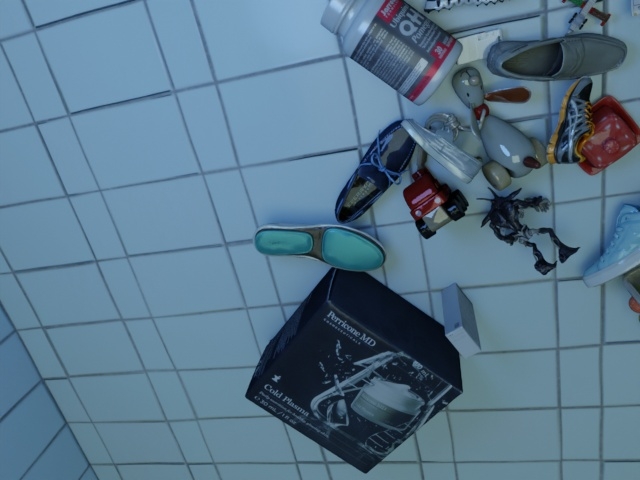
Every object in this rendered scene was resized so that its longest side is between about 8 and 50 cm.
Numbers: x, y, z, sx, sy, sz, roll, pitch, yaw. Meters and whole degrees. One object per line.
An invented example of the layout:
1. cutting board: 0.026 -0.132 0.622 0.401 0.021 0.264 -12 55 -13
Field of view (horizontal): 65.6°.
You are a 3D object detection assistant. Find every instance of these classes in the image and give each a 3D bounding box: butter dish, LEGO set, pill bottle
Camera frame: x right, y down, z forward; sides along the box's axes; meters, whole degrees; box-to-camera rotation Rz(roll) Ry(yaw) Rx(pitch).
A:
1. butter dish: 0.708 -0.248 1.235 0.160 0.118 0.160 44 116 -10
2. LEGO set: 0.649 -0.588 1.136 0.245 0.060 0.182 -8 101 14
3. pill bottle: 0.165 -0.485 1.196 0.319 0.176 0.176 33 117 -6

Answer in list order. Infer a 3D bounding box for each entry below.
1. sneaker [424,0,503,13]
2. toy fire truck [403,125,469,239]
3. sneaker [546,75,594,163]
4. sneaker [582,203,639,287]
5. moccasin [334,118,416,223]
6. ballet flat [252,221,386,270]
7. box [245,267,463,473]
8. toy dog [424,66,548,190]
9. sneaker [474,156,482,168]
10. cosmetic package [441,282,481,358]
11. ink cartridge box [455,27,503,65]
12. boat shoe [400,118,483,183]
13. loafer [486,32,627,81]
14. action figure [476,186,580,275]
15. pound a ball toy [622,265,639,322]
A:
1. sneaker: 0.358 -0.601 1.156 0.235 0.078 0.106 -2 118 14
2. toy fire truck: 0.288 -0.160 1.322 0.158 0.217 0.246 -36 90 25
3. sneaker: 0.622 -0.285 1.199 0.083 0.084 0.214 23 107 42
4. sneaker: 0.844 -0.018 1.338 0.366 0.135 0.150 -48 63 34
5. moccasin: 0.160 -0.172 1.383 0.138 0.117 0.342 29 118 -4
6. ballet flat: 0.000 0.000 1.496 0.401 0.139 0.139 7 117 3
7. box: 0.105 0.396 1.578 0.480 0.297 0.471 34 115 -6
8. toy dog: 0.447 -0.273 1.237 0.334 0.161 0.220 34 93 -9
9. sneaker: 0.406 -0.201 1.367 0.083 0.032 0.036 -14 113 19
10. cosmetic package: 0.409 0.231 1.460 0.060 0.239 0.099 -36 103 23
11. ink cartridge box: 0.393 -0.483 1.234 0.115 0.029 0.062 -10 113 15
12. boat shoe: 0.302 -0.237 1.221 0.227 0.079 0.081 38 104 -6
13. loafer: 0.561 -0.424 1.170 0.320 0.111 0.112 -3 123 5
14. action figure: 0.557 -0.040 1.362 0.275 0.141 0.164 51 126 15
15. pound a ball toy: 0.932 0.205 1.323 0.136 0.208 0.319 -37 118 22
